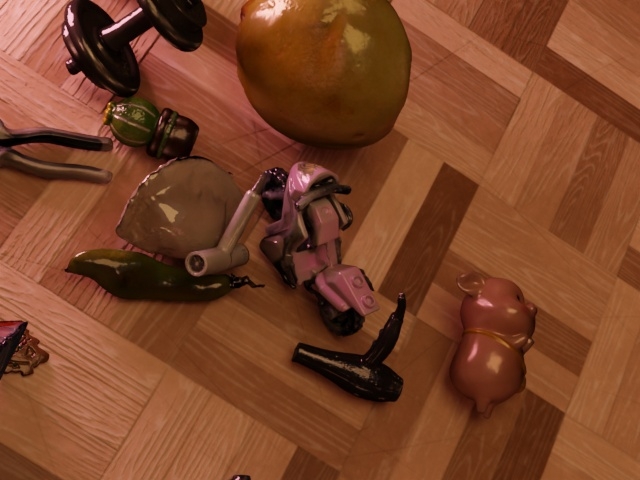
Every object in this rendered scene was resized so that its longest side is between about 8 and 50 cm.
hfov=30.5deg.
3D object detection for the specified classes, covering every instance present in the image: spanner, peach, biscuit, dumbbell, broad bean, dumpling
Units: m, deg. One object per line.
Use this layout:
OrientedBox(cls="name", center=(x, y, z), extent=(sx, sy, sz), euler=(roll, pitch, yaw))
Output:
OrientedBox(cls="spanner", center=(-0.506, -0.155, 1.954), extent=(0.325, 0.040, 0.095), euler=(6, 65, -22))
OrientedBox(cls="peach", center=(0.009, -0.320, 2.109), extent=(0.315, 0.281, 0.314), euler=(5, 100, 9))
OrientedBox(cls="biscuit", center=(-0.469, 0.168, 1.832), extent=(0.082, 0.016, 0.092), euler=(-12, 73, -27))
OrientedBox(cls="dumbbell", center=(-0.320, -0.369, 2.014), extent=(0.192, 0.290, 0.192), euler=(52, 18, -25))
OrientedBox(cls="broad bean", center=(-0.260, 0.063, 1.941), extent=(0.325, 0.075, 0.067), euler=(7, 38, -22))
OrientedBox(cls="dumpling", center=(-0.227, -0.059, 1.958), extent=(0.247, 0.172, 0.142), euler=(1, 22, -42))

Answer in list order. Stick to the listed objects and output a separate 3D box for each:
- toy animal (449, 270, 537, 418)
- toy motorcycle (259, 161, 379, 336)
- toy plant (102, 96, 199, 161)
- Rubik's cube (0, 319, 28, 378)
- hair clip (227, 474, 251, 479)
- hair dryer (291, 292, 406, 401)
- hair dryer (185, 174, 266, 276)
OrientedBox(cls="toy animal", center=(0.305, 0.188, 2.069), extent=(0.149, 0.165, 0.248), euler=(2, 69, 9))
OrientedBox(cls="toy motorcycle", center=(0.000, 0.000, 2.006), extent=(0.143, 0.188, 0.327), euler=(-19, 75, -36))
OrientedBox(cls="toy plant", center=(-0.296, -0.194, 2.030), extent=(0.162, 0.093, 0.093), euler=(21, 60, -11))
OrientedBox(cls="Rubik's cube", center=(-0.504, 0.211, 1.757), extent=(0.190, 0.211, 0.178), euler=(-12, 109, -58))
OrientedBox(cls="hair clip", center=(-0.117, 0.462, 1.823), extent=(0.124, 0.052, 0.195), euler=(5, 69, -14))
OrientedBox(cls="hair dryer", center=(0.078, 0.163, 1.956), extent=(0.195, 0.219, 0.075), euler=(23, 29, -10))
OrientedBox(cls="hair dryer", center=(-0.141, -0.031, 1.914), extent=(0.044, 0.183, 0.155), euler=(28, 16, 17))
